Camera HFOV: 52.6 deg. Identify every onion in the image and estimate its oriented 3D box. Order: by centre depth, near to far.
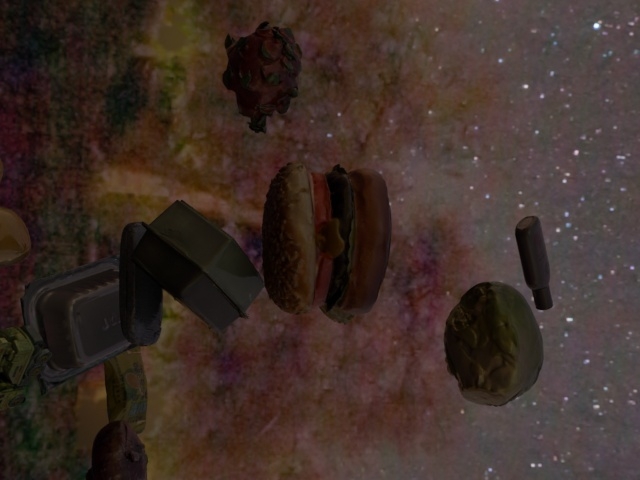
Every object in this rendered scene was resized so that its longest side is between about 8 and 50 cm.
[{"bbox_3d":[-0.485,0.535,1.508,0.098,0.151,0.206,115,-45,-85],"label":"onion"}]

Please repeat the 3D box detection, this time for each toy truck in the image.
[{"bbox_3d":[-0.547,0.222,1.116,0.077,0.100,0.169,46,-69,22],"label":"toy truck"}]

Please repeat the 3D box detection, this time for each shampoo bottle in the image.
[{"bbox_3d":[0.378,0.043,1.138,0.080,0.040,0.165,-39,117,-52],"label":"shampoo bottle"}]

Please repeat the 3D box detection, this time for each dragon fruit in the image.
[{"bbox_3d":[-0.105,-0.281,1.144,0.236,0.135,0.137,114,-22,-67],"label":"dragon fruit"}]

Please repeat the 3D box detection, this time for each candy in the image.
[{"bbox_3d":[-0.609,0.461,2.017,0.187,0.081,0.298,18,63,-65],"label":"candy"}]

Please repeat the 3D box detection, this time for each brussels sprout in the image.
[{"bbox_3d":[0.451,0.278,1.737,0.344,0.268,0.345,15,73,-59],"label":"brussels sprout"}]

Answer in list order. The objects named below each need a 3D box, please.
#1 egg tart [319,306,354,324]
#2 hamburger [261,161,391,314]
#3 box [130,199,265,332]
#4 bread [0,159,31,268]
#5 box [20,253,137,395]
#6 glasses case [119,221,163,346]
[{"bbox_3d":[0.057,0.085,1.936,0.341,0.132,0.342,52,28,-43],"label":"egg tart"},{"bbox_3d":[0.000,0.000,1.370,0.330,0.249,0.330,-174,-90,-80],"label":"hamburger"},{"bbox_3d":[-0.259,0.063,1.399,0.166,0.220,0.291,-50,153,-13],"label":"box"},{"bbox_3d":[-0.706,0.007,1.046,0.329,0.423,0.246,-107,-179,-71],"label":"bread"},{"bbox_3d":[-0.545,0.194,1.583,0.336,0.105,0.264,-26,113,-58],"label":"box"},{"bbox_3d":[-0.399,0.094,1.446,0.109,0.067,0.283,33,48,-64],"label":"glasses case"}]
